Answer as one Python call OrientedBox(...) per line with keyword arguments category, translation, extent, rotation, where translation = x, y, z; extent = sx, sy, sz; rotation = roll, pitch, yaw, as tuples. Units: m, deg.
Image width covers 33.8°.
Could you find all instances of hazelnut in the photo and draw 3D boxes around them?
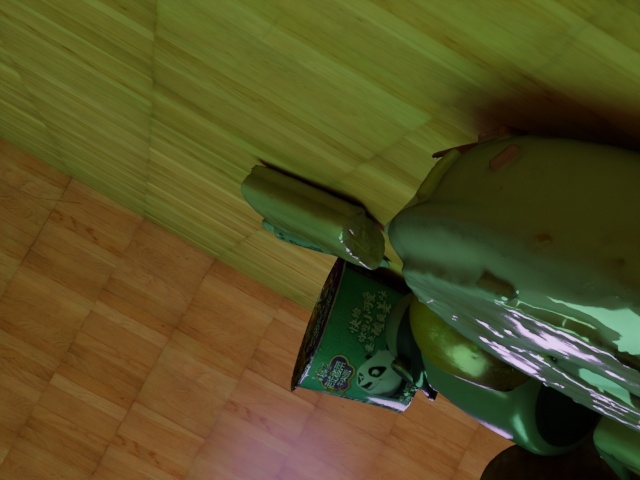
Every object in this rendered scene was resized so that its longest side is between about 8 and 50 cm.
OrientedBox(category="hazelnut", translation=(0.301, 0.356, 1.355), extent=(0.214, 0.176, 0.214), rotation=(11, -163, -3))

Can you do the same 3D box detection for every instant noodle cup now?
OrientedBox(category="instant noodle cup", translation=(0.080, 0.167, 1.763), extent=(0.190, 0.251, 0.251), rotation=(21, 173, -4))

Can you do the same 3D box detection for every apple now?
OrientedBox(category="apple", translation=(0.176, 0.080, 1.150), extent=(0.147, 0.146, 0.163), rotation=(17, -177, 23))

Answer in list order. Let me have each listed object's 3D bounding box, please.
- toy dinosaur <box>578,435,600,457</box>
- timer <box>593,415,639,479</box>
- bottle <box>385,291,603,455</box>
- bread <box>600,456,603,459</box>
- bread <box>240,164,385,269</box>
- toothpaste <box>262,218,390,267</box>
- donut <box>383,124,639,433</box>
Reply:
OrientedBox(category="toy dinosaur", translation=(0.367, 0.276, 1.596), extent=(0.206, 0.113, 0.327), rotation=(20, -163, -32))
OrientedBox(category="timer", translation=(0.387, 0.327, 1.178), extent=(0.291, 0.315, 0.291), rotation=(41, 172, 7))
OrientedBox(category="bottle", translation=(0.223, 0.160, 1.434), extent=(0.168, 0.168, 0.347), rotation=(34, 173, -32))
OrientedBox(category="bread", translation=(0.519, 0.406, 1.870), extent=(0.314, 0.191, 0.370), rotation=(27, 173, 5))
OrientedBox(category="bread", translation=(-0.008, -0.031, 1.396), extent=(0.178, 0.060, 0.139), rotation=(25, 170, 30))
OrientedBox(category="toothpaste", translation=(0.000, 0.000, 1.672), extent=(0.255, 0.037, 0.067), rotation=(17, 166, 40))
OrientedBox(category="donut", translation=(0.232, 0.048, 0.762), extent=(0.382, 0.142, 0.382), rotation=(29, 172, 4))
